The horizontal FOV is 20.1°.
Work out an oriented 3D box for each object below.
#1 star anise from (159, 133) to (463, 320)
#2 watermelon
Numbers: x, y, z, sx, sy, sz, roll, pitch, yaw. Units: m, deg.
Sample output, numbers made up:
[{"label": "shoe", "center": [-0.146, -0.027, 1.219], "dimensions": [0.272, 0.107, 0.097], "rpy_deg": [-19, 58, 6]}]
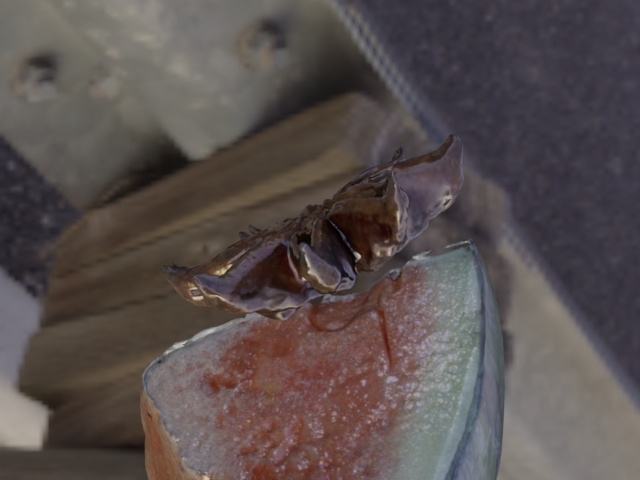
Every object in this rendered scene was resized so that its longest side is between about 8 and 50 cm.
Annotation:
[{"label": "star anise", "center": [0.000, 0.001, 0.764], "dimensions": [0.141, 0.141, 0.042], "rpy_deg": [-34, 98, -56]}, {"label": "watermelon", "center": [-0.016, 0.145, 0.954], "dimensions": [0.213, 0.201, 0.262], "rpy_deg": [92, 17, -50]}]
